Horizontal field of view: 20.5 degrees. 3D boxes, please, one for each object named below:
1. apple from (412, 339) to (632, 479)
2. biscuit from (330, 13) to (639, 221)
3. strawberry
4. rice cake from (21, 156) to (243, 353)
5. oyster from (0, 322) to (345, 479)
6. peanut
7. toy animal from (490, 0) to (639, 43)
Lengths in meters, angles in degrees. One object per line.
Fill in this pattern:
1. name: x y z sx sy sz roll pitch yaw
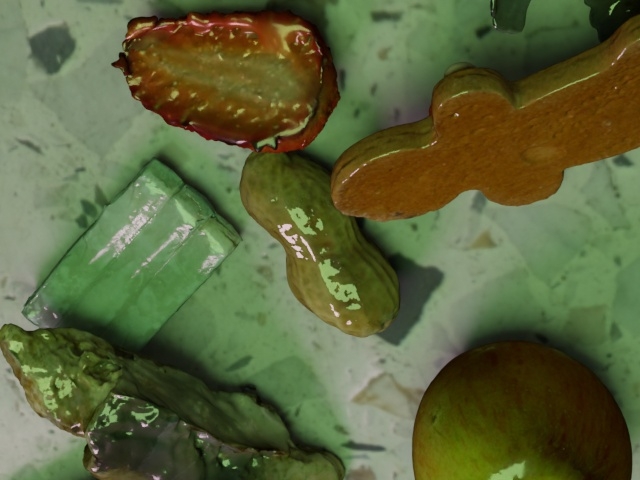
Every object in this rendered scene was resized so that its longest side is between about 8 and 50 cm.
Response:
1. apple: 0.171 0.189 1.514 0.196 0.196 0.196 5 116 10
2. biscuit: 0.156 -0.093 1.398 0.324 0.049 0.205 -23 150 18
3. strawberry: -0.071 -0.141 1.468 0.188 0.082 0.121 17 98 15
4. rice cake: -0.169 0.029 1.586 0.124 0.038 0.211 44 117 -11
5. oyster: -0.141 0.179 1.591 0.166 0.110 0.341 -36 121 22
6. peanut: -0.002 0.001 1.515 0.089 0.089 0.193 -26 103 22
7. toy animal: 0.200 -0.240 1.322 0.272 0.160 0.197 42 123 -19
